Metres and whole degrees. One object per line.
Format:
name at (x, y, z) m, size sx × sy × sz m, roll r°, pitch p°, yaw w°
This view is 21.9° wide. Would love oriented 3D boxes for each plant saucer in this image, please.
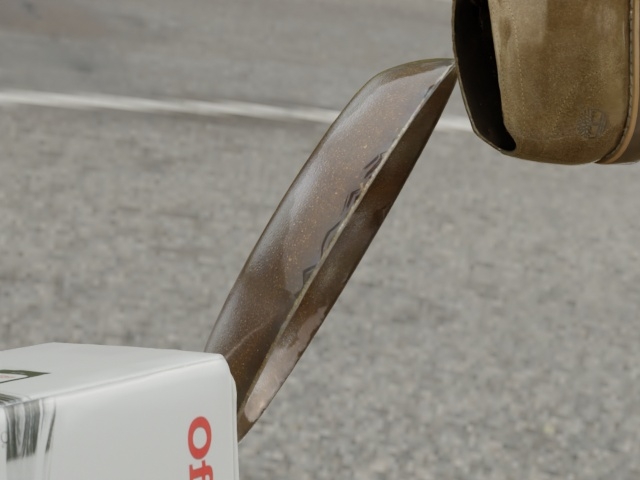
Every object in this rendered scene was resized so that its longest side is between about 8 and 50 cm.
plant saucer at (0.000, 0.000, 1.133) m, size 0.050 × 0.310 × 0.310 m, roll 32°, pitch 22°, yaw 6°

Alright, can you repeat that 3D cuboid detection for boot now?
boot at (0.144, -0.199, 1.041) m, size 0.115 × 0.305 × 0.112 m, roll -3°, pitch -1°, yaw -23°

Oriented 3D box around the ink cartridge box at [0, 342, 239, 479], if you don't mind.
ink cartridge box at (-0.115, 0.115, 0.482) m, size 0.086 × 0.148 × 0.203 m, roll 1°, pitch 4°, yaw 34°
